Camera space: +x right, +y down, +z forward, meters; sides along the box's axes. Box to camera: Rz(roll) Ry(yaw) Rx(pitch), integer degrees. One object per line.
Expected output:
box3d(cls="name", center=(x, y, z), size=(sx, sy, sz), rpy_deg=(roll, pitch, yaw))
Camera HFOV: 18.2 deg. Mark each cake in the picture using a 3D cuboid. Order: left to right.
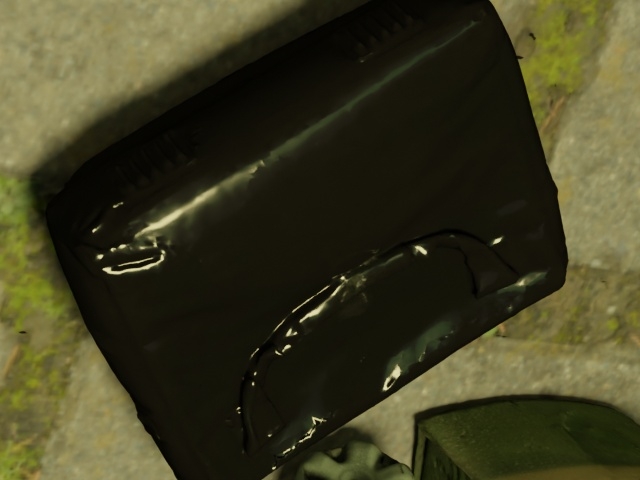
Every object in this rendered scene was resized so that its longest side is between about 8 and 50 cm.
box3d(cls="cake", center=(0.162, 0.247, 1.302), size=(0.172, 0.158, 0.283), rpy_deg=(-14, 125, -24))

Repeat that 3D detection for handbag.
box3d(cls="handbag", center=(0.000, 0.000, 1.109), size=(0.275, 0.088, 0.244), rpy_deg=(-34, 131, -12))

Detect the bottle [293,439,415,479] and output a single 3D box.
box3d(cls="bottle", center=(0.013, 0.250, 1.267), size=(0.083, 0.083, 0.269), rpy_deg=(-12, 126, -23))
